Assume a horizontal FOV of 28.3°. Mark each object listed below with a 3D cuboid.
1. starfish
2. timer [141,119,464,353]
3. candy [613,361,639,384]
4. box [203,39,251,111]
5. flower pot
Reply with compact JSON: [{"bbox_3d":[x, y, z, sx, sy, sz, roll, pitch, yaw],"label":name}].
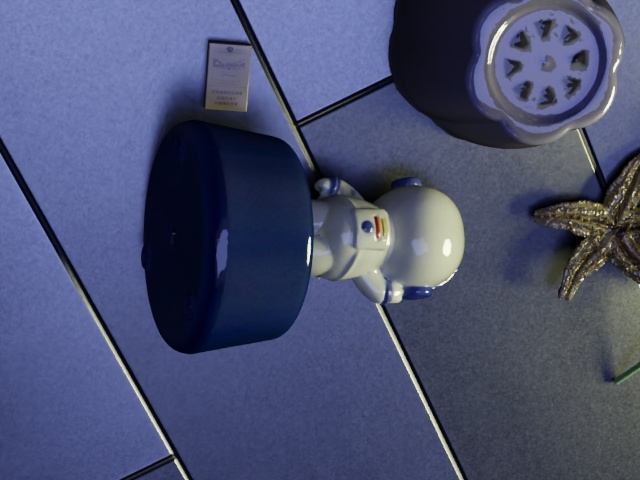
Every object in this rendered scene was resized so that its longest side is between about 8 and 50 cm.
[{"bbox_3d":[0.395,-0.017,1.669,0.227,0.043,0.240,27,97,-17],"label":"starfish"},{"bbox_3d":[0.000,0.000,1.531,0.384,0.270,0.270,2,107,-24],"label":"timer"},{"bbox_3d":[0.487,0.116,1.662,0.078,0.084,0.288,35,132,-13],"label":"candy"},{"bbox_3d":[-0.113,-0.200,1.548,0.053,0.024,0.083,4,104,-10],"label":"box"},{"bbox_3d":[0.223,-0.224,1.481,0.265,0.243,0.265,-1,105,-5],"label":"flower pot"}]
